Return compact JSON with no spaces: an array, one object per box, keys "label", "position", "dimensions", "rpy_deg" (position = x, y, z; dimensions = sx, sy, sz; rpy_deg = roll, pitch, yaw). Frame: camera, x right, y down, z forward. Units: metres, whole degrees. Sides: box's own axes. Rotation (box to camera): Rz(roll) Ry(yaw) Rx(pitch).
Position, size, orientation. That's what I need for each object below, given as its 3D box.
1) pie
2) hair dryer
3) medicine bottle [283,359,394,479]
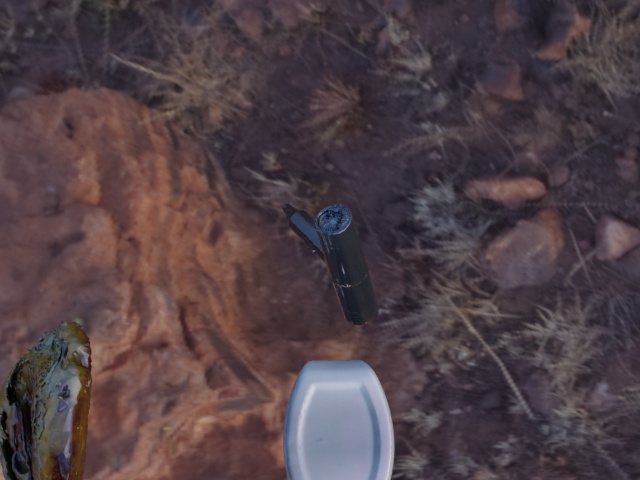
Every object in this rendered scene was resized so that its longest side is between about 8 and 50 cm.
[{"label":"pie","position":[-0.359,0.258,1.403],"dimensions":[0.308,0.085,0.308],"rpy_deg":[1,91,61]},{"label":"hair dryer","position":[-0.005,-0.013,1.293],"dimensions":[0.050,0.173,0.195],"rpy_deg":[-30,49,-13]},{"label":"medicine bottle","position":[0.016,0.238,1.269],"dimensions":[0.124,0.324,0.179],"rpy_deg":[-2,79,-3]}]
